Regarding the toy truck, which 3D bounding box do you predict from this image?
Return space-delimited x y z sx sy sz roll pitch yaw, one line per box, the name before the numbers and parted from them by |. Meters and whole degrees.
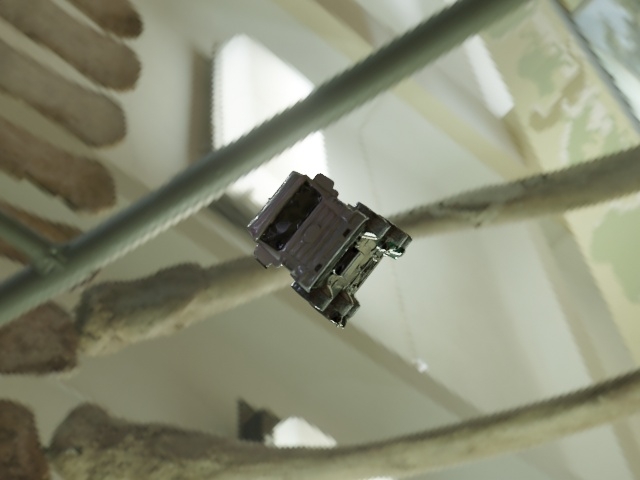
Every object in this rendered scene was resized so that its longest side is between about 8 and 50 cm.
toy truck | 0.000 0.000 1.172 0.116 0.110 0.216 38 -179 13
